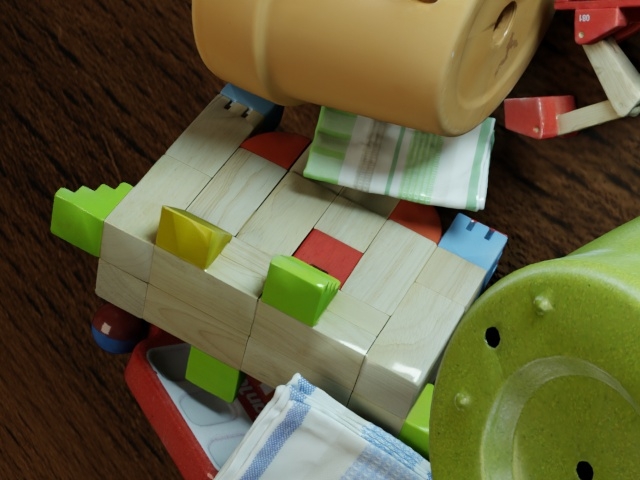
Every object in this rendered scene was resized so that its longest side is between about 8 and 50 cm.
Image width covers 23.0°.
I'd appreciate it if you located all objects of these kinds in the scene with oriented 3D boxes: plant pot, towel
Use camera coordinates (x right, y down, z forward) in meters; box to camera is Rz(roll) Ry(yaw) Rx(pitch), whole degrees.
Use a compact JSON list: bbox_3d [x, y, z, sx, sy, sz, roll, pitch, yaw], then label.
[{"bbox_3d":[0.066,-0.215,1.248,0.203,0.291,0.291,30,119,21],"label":"plant pot"},{"bbox_3d":[0.267,0.115,0.965,0.366,0.353,0.366,8,101,51],"label":"plant pot"},{"bbox_3d":[0.036,0.257,1.285,0.285,0.034,0.209,34,114,-6],"label":"towel"},{"bbox_3d":[0.069,-0.079,1.323,0.113,0.152,0.023,-76,-4,-46],"label":"towel"}]

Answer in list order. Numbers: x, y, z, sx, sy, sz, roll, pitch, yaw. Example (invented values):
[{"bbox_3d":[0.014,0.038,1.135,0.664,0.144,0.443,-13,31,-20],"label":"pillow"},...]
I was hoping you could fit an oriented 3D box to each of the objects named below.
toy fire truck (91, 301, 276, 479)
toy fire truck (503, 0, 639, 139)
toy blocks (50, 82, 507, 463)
[{"bbox_3d":[-0.070,0.105,1.455,0.302,0.254,0.169,53,131,32],"label":"toy fire truck"},{"bbox_3d":[0.228,-0.145,1.223,0.192,0.047,0.135,7,100,49],"label":"toy fire truck"},{"bbox_3d":[0.000,0.000,1.357,0.381,0.261,0.191,27,138,11],"label":"toy blocks"}]
